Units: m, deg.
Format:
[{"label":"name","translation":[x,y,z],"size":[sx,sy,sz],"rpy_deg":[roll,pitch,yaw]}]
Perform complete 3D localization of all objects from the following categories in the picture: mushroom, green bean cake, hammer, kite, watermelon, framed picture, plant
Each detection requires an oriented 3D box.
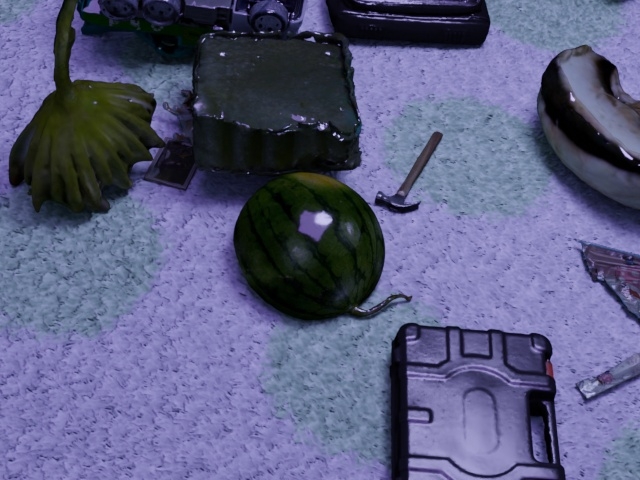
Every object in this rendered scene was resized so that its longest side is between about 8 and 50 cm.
[{"label":"mushroom","translation":[0.462,-0.152,1.674],"size":[0.247,0.130,0.344],"rpy_deg":[-22,56,-43]},{"label":"green bean cake","translation":[-0.065,-0.195,1.610],"size":[0.241,0.132,0.255],"rpy_deg":[1,40,-8]},{"label":"hammer","translation":[0.145,-0.104,1.658],"size":[0.062,0.017,0.182],"rpy_deg":[24,51,13]},{"label":"kite","translation":[0.490,0.132,1.501],"size":[0.369,0.014,0.406],"rpy_deg":[-21,56,-22]},{"label":"watermelon","translation":[-0.006,-0.005,1.486],"size":[0.204,0.127,0.232],"rpy_deg":[-17,59,-24]},{"label":"framed picture","translation":[-0.212,-0.113,1.628],"size":[0.066,0.006,0.089],"rpy_deg":[16,50,6]},{"label":"plant","translation":[-0.352,-0.197,1.489],"size":[0.180,0.333,0.251],"rpy_deg":[20,62,29]}]

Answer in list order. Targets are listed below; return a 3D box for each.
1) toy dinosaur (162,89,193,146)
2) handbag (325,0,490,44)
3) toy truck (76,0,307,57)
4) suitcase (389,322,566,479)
[{"label":"toy dinosaur","translation":[-0.200,-0.174,1.657],"size":[0.058,0.037,0.180],"rpy_deg":[7,48,-27]},{"label":"handbag","translation":[0.144,-0.431,1.894],"size":[0.275,0.088,0.244],"rpy_deg":[0,46,-5]},{"label":"toy truck","translation":[-0.203,-0.374,1.737],"size":[0.364,0.178,0.176],"rpy_deg":[6,59,-2]},{"label":"suitcase","translation":[0.187,0.232,1.345],"size":[0.206,0.066,0.285],"rpy_deg":[6,50,-2]}]
